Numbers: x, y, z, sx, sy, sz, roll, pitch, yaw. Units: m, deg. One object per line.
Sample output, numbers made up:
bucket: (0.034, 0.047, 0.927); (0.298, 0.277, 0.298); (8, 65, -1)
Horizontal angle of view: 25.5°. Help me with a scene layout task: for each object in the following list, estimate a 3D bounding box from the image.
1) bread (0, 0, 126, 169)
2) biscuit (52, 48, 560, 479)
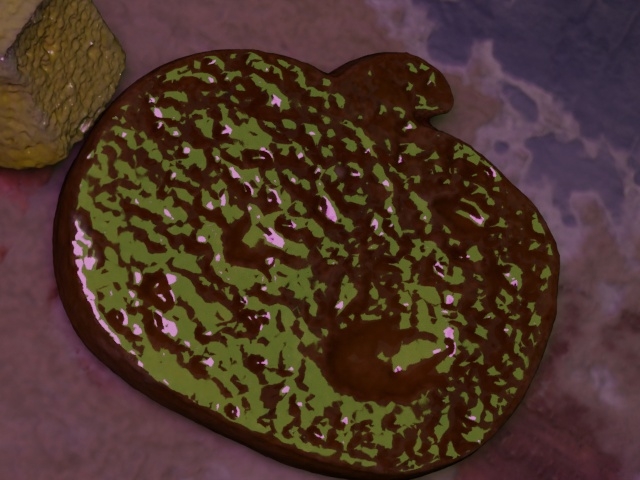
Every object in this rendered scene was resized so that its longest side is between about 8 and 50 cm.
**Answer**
bread: (-0.207, -0.123, 0.961); (0.111, 0.114, 0.129); (11, 57, 18)
biscuit: (0.000, 0.000, 1.029); (0.367, 0.063, 0.314); (26, 73, -9)
